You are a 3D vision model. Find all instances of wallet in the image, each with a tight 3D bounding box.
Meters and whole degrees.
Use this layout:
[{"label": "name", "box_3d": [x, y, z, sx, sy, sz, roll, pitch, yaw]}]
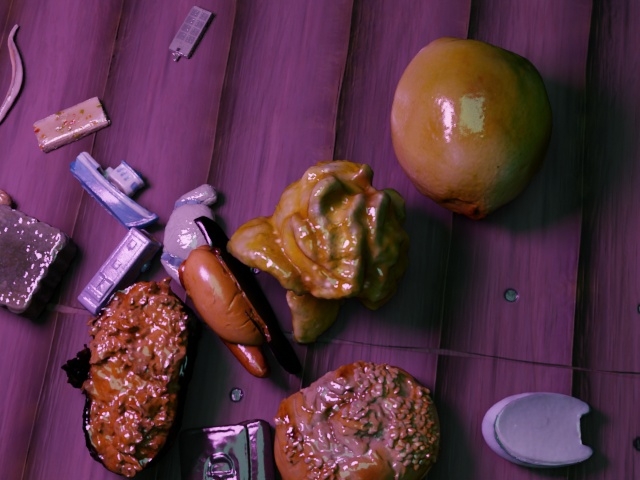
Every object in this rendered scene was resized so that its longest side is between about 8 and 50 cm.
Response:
[{"label": "wallet", "box_3d": [-0.167, 0.447, 1.626, 0.181, 0.049, 0.229, -9, 72, 5]}]

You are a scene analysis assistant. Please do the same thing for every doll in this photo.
[{"label": "doll", "box_3d": [-0.257, -0.013, 1.753, 0.103, 0.071, 0.214, 9, 74, 6]}]

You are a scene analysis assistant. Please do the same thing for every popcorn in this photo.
[{"label": "popcorn", "box_3d": [0.000, 0.009, 1.625, 0.325, 0.290, 0.321, 10, 71, -13]}]

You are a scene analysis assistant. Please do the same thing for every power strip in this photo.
[{"label": "power strip", "box_3d": [-0.279, -0.440, 1.909, 0.051, 0.019, 0.136, 26, 77, 9]}]

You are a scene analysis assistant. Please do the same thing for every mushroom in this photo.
[{"label": "mushroom", "box_3d": [-0.676, -0.322, 1.896, 0.068, 0.043, 0.306, 22, 73, -16]}]

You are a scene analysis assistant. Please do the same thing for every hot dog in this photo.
[{"label": "hot dog", "box_3d": [-0.172, 0.125, 1.651, 0.107, 0.194, 0.326, -31, 75, 8]}]

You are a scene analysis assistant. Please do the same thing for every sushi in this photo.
[{"label": "sushi", "box_3d": [-0.350, 0.245, 1.619, 0.234, 0.207, 0.349, 6, 76, -1]}]

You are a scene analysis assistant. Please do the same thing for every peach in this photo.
[{"label": "peach", "box_3d": [0.283, -0.217, 1.669, 0.314, 0.281, 0.316, 27, 85, 5]}]

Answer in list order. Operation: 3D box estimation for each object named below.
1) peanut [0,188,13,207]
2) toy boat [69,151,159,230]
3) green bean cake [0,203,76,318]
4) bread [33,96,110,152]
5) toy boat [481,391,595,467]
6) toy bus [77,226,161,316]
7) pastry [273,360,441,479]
[{"label": "peanut", "box_3d": [-0.710, -0.075, 1.806, 0.174, 0.080, 0.080, -3, 73, -2]}, {"label": "toy boat", "box_3d": [-0.401, -0.108, 1.785, 0.215, 0.088, 0.102, 43, 77, 16]}, {"label": "green bean cake", "box_3d": [-0.597, 0.040, 1.751, 0.185, 0.094, 0.183, 23, 77, 11]}, {"label": "bread", "box_3d": [-0.520, -0.243, 1.864, 0.153, 0.028, 0.068, -23, 72, -5]}, {"label": "toy boat", "box_3d": [0.391, 0.341, 1.612, 0.207, 0.079, 0.134, 0, 81, -7]}, {"label": "toy bus", "box_3d": [-0.390, 0.065, 1.732, 0.064, 0.075, 0.190, 37, 88, 13]}, {"label": "pastry", "box_3d": [0.063, 0.348, 1.580, 0.310, 0.162, 0.255, -31, 76, -4]}]
